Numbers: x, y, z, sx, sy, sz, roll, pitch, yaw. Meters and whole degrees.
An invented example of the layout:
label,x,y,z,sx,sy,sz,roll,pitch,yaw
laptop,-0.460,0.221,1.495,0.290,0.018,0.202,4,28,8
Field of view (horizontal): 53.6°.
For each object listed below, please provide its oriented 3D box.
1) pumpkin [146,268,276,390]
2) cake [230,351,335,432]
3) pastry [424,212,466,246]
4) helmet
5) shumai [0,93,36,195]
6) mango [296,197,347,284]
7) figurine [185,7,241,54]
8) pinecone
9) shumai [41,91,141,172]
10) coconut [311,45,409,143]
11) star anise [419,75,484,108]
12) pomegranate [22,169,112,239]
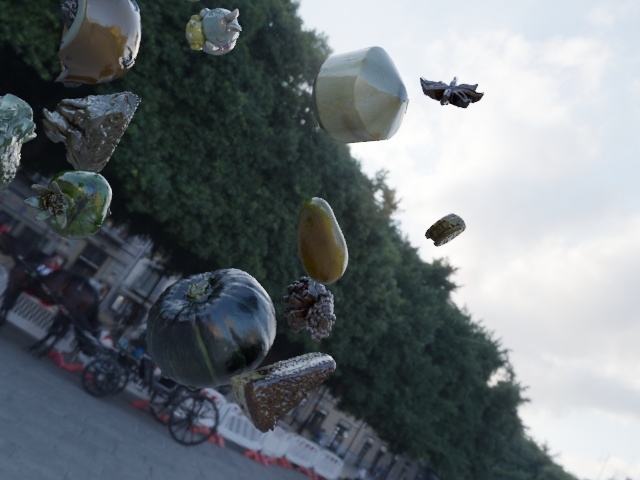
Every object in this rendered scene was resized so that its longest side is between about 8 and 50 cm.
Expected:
label,x,y,z,sx,sy,sz,roll,pitch,yaw
pumpkin,-0.272,0.216,1.579,0.323,0.323,0.241,20,-42,42
cake,-0.090,0.312,1.475,0.112,0.246,0.135,19,-36,55
pastry,0.313,-0.026,1.587,0.097,0.109,0.057,-16,66,-52
helmet,-0.374,-0.352,1.075,0.130,0.199,0.224,10,-3,-23
shumai,-0.798,-0.249,1.583,0.189,0.218,0.256,40,-27,-6
mango,0.000,0.000,1.502,0.136,0.099,0.228,23,-47,45
figurine,-0.301,-0.600,1.792,0.155,0.127,0.235,3,6,-13
pinecone,-0.036,0.198,1.891,0.195,0.149,0.179,-117,-164,-51
shumai,-0.581,-0.290,1.551,0.185,0.184,0.218,28,-54,-22
coconut,0.135,-0.460,2.017,0.323,0.323,0.323,31,-13,8
star anise,0.263,-0.297,1.278,0.141,0.141,0.042,25,-55,29
pomegranate,-0.519,-0.078,1.318,0.131,0.152,0.191,11,-2,8
